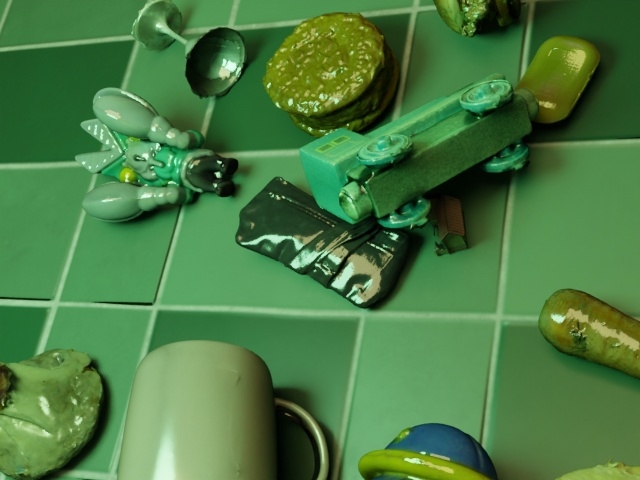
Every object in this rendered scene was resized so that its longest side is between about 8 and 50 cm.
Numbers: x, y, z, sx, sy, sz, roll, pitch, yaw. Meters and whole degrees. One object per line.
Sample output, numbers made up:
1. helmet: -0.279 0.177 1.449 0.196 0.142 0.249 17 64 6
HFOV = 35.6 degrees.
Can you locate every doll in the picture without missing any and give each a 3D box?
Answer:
1. doll: 0.120 0.303 1.029 0.311 0.159 0.242 -13 37 58
2. doll: -0.261 -0.136 1.488 0.258 0.153 0.194 -13 87 22

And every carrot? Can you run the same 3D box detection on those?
1. carrot: 0.388 0.133 1.119 0.298 0.078 0.078 22 74 27

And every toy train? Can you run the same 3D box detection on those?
1. toy train: 0.132 -0.123 1.297 0.298 0.120 0.194 -28 26 -17

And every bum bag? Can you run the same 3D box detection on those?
1. bum bag: 0.000 0.000 1.361 0.248 0.060 0.123 26 75 30

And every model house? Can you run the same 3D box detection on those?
1. model house: 0.160 -0.030 1.308 0.057 0.058 0.083 -12 59 17

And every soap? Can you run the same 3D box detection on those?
1. soap: 0.317 -0.216 1.348 0.089 0.045 0.140 25 74 29

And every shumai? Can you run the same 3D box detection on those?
1. shumai: -0.407 0.223 1.381 0.201 0.120 0.201 -12 57 19

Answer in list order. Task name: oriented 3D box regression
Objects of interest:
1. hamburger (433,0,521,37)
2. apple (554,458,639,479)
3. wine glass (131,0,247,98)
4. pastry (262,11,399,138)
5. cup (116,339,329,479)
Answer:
1. hamburger: 0.213 -0.358 1.404 0.131 0.159 0.184 -13 39 12
2. apple: 0.367 0.353 0.904 0.309 0.252 0.314 6 66 -3
3. wine glass: -0.215 -0.318 1.595 0.122 0.122 0.183 -48 54 -6
4. pastry: 0.019 -0.240 1.455 0.189 0.103 0.188 -11 60 19
5. cup: -0.115 0.243 1.221 0.253 0.191 0.200 5 58 -7
